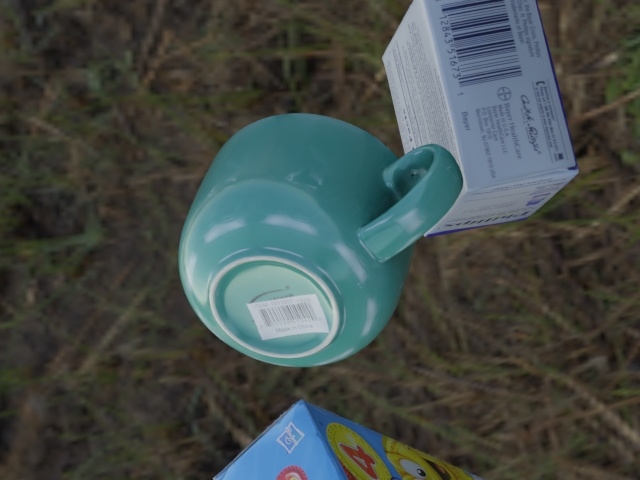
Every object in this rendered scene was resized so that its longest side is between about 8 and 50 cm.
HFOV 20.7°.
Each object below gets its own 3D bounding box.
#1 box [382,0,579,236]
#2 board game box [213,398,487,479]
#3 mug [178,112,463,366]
[{"bbox_3d":[0.095,-0.079,1.077,0.137,0.072,0.126,125,133,-76],"label":"box"},{"bbox_3d":[0.107,0.275,1.106,0.086,0.302,0.308,-44,48,16],"label":"board game box"},{"bbox_3d":[-0.009,-0.001,0.980,0.129,0.097,0.157,25,131,-4],"label":"mug"}]
